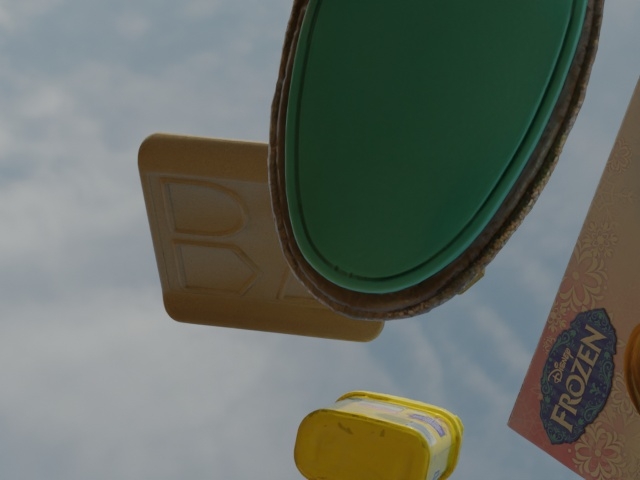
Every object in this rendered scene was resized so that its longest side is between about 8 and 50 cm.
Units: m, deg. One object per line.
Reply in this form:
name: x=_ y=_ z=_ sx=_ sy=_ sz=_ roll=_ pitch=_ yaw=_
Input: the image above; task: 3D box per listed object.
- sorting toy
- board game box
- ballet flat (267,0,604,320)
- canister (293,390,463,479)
sorting toy: x=0.000 y=0.000 z=1.573 sx=0.307 sy=0.229 sz=0.041 roll=6 pitch=-132 yaw=8
board game box: x=0.309 y=0.072 z=1.185 sx=0.318 sy=0.066 sz=0.319 roll=33 pitch=-60 yaw=31
ballet flat: x=0.057 y=-0.120 z=0.640 sx=0.107 sy=0.106 sz=0.316 roll=14 pitch=-96 yaw=7
canister: x=0.052 y=0.181 z=1.571 sx=0.126 sy=0.170 sz=0.073 roll=12 pitch=-88 yaw=13
